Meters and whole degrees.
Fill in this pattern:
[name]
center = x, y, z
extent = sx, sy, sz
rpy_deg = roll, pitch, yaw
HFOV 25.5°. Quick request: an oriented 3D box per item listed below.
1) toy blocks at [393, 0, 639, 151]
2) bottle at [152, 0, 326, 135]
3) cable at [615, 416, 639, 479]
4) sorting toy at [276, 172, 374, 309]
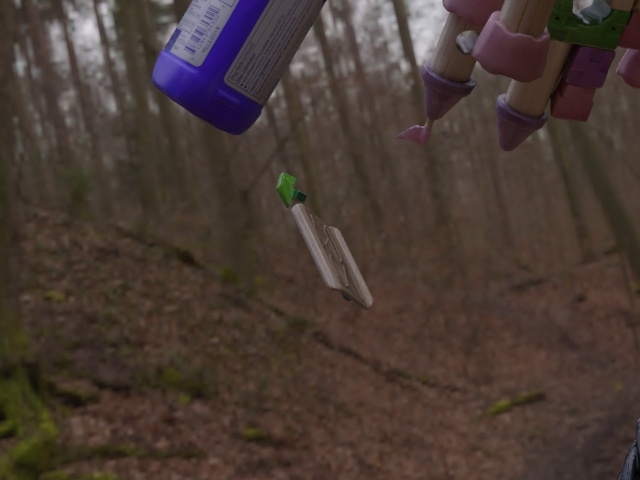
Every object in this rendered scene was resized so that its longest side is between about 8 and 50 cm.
[toy blocks]
center = 0.235, -0.201, 1.378
extent = 0.288, 0.309, 0.260
rpy_deg = 6, -58, -20
[bottle]
center = -0.037, -0.230, 1.201
extent = 0.092, 0.283, 0.118
rpy_deg = 29, 4, -26
[cable]
center = 0.198, 0.171, 0.818
extent = 0.047, 0.184, 0.150
rpy_deg = 0, 7, 40
[sorting toy]
center = 0.000, 0.000, 0.809
extent = 0.012, 0.083, 0.062
rpy_deg = -31, -22, 13
